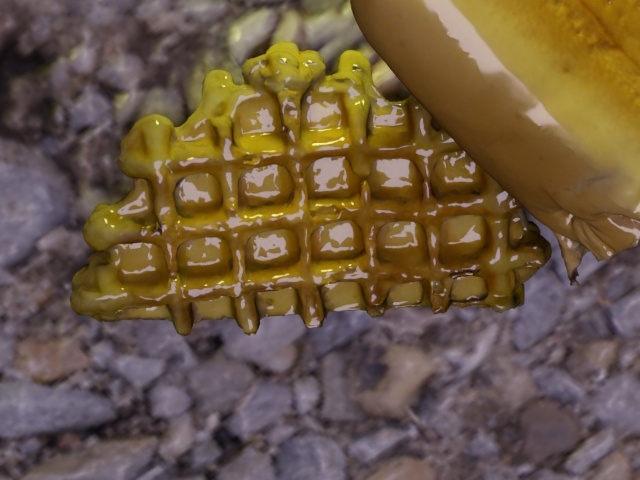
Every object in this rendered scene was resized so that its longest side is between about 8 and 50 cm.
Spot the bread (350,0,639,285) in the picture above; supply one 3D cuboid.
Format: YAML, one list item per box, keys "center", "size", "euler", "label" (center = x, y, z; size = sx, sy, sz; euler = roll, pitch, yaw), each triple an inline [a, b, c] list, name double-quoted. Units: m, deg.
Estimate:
- center: [0.095, -0.084, 0.537]
  size: [0.173, 0.085, 0.134]
  euler: [47, 75, -15]
  label: "bread"

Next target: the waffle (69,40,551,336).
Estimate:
- center: [0.000, 0.000, 0.588]
  size: [0.192, 0.046, 0.160]
  euler: [29, 103, -12]
  label: "waffle"
